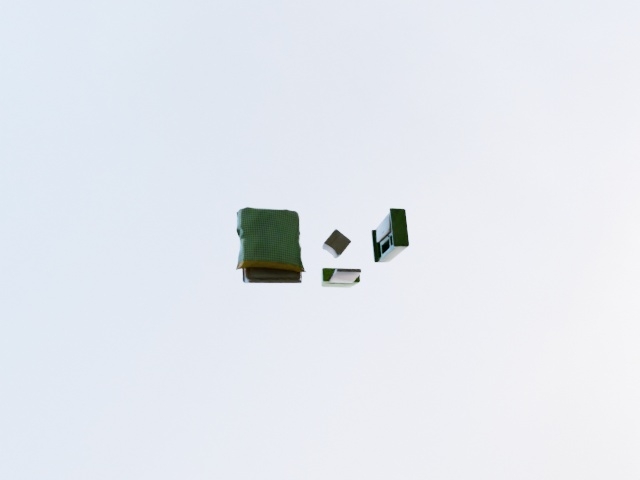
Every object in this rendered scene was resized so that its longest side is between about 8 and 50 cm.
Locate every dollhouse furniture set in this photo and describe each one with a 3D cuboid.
[{"bbox_3d":[0.000,0.000,1.033,0.152,0.058,0.076,2,-110,-14],"label":"dollhouse furniture set"}]
